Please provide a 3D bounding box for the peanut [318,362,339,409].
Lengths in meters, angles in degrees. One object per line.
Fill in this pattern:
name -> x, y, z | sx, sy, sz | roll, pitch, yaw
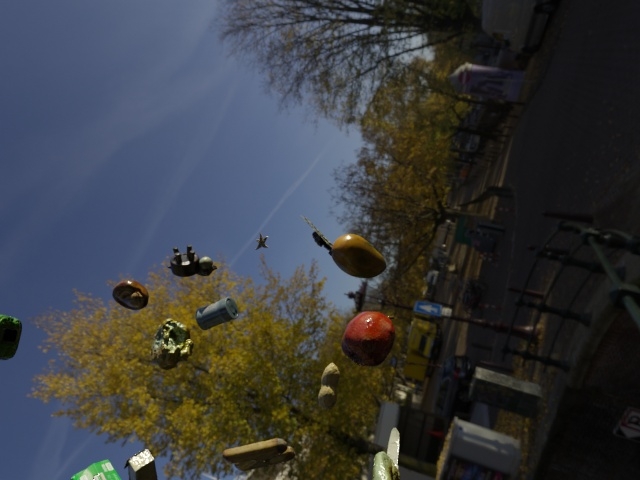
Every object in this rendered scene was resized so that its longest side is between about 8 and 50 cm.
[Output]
peanut -> 0.036, 0.598, 1.766 | 0.082, 0.082, 0.187 | 61, -143, -70

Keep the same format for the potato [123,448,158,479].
potato -> -0.546, 0.708, 1.320 | 0.086, 0.061, 0.122 | -23, -51, -44

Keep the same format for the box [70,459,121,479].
box -> -0.568, 0.718, 1.088 | 0.103, 0.180, 0.250 | 0, -72, -47

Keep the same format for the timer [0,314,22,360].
timer -> -0.943, 0.288, 1.277 | 0.140, 0.047, 0.128 | 112, 161, -71

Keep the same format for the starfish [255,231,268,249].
starfish -> -0.247, 0.012, 1.807 | 0.016, 0.086, 0.092 | 11, -52, -47

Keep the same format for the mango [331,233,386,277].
mango -> 0.105, 0.051, 1.231 | 0.111, 0.163, 0.089 | -45, 6, 5

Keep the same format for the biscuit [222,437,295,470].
biscuit -> -0.274, 0.976, 1.955 | 0.237, 0.290, 0.062 | 73, -174, -48

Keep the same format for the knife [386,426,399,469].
knife -> 0.236, 0.733, 1.415 | 0.017, 0.047, 0.298 | 57, -154, -20

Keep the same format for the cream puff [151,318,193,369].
cream puff -> -0.673, 0.484, 1.971 | 0.195, 0.194, 0.221 | 83, -179, -55

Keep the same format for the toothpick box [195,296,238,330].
toothpick box -> -0.440, 0.312, 1.836 | 0.101, 0.153, 0.101 | -22, -90, -76

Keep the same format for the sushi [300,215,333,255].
sushi -> 0.000, 0.000, 1.995 | 0.043, 0.279, 0.192 | -45, -7, 5

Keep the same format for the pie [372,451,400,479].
pie -> 0.141, 0.586, 0.949 | 0.240, 0.054, 0.241 | -1, -90, -76

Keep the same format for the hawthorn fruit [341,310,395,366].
hawthorn fruit -> 0.202, 0.370, 1.687 | 0.253, 0.205, 0.205 | -42, -31, -32

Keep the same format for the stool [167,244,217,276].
stool -> -0.561, 0.095, 1.877 | 0.125, 0.217, 0.121 | -84, 0, -67

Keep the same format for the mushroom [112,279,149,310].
mushroom -> -0.676, 0.197, 1.530 | 0.087, 0.127, 0.127 | -85, 1, -59
